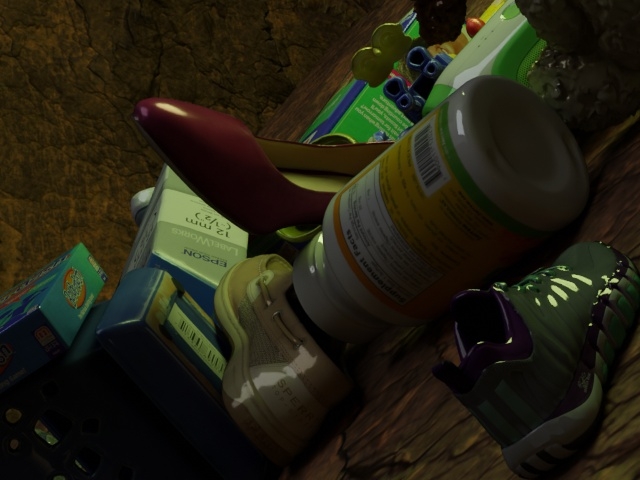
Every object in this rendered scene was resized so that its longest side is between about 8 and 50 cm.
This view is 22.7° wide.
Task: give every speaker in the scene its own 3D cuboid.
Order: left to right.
[{"bbox_3d":[0.225,-0.186,1.414,0.296,0.131,0.131,-48,9,-9],"label":"speaker"}]

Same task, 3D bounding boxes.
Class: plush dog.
[{"bbox_3d":[0.182,-0.247,1.264,0.210,0.225,0.263,58,-127,-74],"label":"plush dog"}]

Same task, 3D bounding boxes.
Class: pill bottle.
[{"bbox_3d":[0.088,-0.014,1.298,0.245,0.136,0.136,-40,11,40],"label":"pill bottle"}]

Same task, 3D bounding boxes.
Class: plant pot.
[{"bbox_3d":[-0.173,0.168,1.451,0.212,0.236,0.236,-40,10,11],"label":"plant pot"}]

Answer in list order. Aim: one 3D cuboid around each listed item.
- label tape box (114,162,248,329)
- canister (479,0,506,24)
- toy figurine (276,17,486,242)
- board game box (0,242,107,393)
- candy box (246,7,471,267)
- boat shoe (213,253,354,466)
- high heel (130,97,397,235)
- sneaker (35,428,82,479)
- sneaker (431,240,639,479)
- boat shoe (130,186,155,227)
[{"bbox_3d":[-0.172,0.096,1.760,0.348,0.115,0.249,-87,19,-62],"label":"label tape box"},{"bbox_3d":[0.251,-0.281,1.931,0.170,0.073,0.126,-49,9,-7],"label":"canister"},{"bbox_3d":[0.135,-0.108,1.678,0.362,0.191,0.217,-52,-23,11],"label":"toy figurine"},{"bbox_3d":[-0.279,0.087,1.409,0.160,0.047,0.210,-33,11,9],"label":"board game box"},{"bbox_3d":[0.042,-0.105,1.886,0.317,0.122,0.268,-56,8,-20],"label":"candy box"},{"bbox_3d":[-0.020,0.087,1.473,0.110,0.121,0.341,-41,20,11],"label":"boat shoe"},{"bbox_3d":[0.001,-0.083,1.410,0.181,0.377,0.127,-49,51,10],"label":"high heel"},{"bbox_3d":[-0.374,0.347,2.105,0.129,0.111,0.297,-62,4,4],"label":"sneaker"},{"bbox_3d":[0.131,0.042,0.967,0.083,0.098,0.224,-42,10,30],"label":"sneaker"},{"bbox_3d":[-0.142,0.020,1.974,0.095,0.258,0.084,-26,53,22],"label":"boat shoe"}]
